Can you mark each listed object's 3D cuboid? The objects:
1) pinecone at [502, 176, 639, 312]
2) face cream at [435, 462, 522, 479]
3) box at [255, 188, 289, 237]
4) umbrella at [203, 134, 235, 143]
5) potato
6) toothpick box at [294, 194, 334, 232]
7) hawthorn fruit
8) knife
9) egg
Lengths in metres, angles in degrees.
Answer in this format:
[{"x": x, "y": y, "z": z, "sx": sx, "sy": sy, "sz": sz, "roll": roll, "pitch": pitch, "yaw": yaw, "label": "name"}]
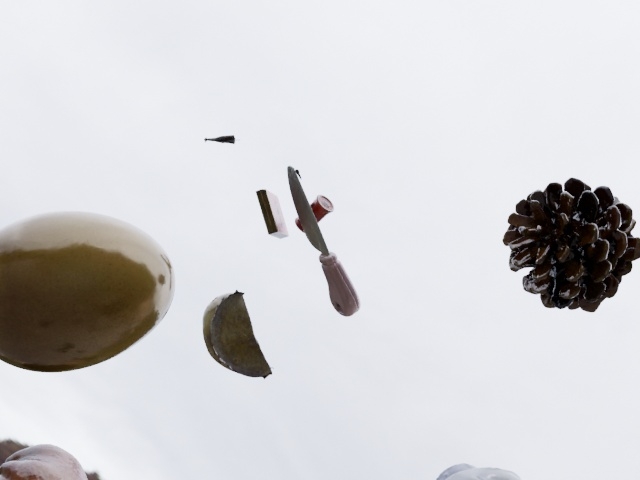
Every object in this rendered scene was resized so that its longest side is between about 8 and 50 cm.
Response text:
[{"x": 0.463, "y": 0.005, "z": 1.555, "sx": 0.264, "sy": 0.264, "sz": 0.264, "roll": 25, "pitch": -35, "yaw": 19, "label": "pinecone"}, {"x": 0.211, "y": 0.413, "z": 0.886, "sx": 0.137, "sy": 0.420, "sz": 0.235, "roll": 15, "pitch": -62, "yaw": -20, "label": "face cream"}, {"x": -0.096, "y": -0.052, "z": 1.670, "sx": 0.133, "sy": 0.023, "sz": 0.090, "roll": 27, "pitch": 47, "yaw": -81, "label": "box"}, {"x": -0.226, "y": -0.232, "z": 1.912, "sx": 0.083, "sy": 0.031, "sz": 0.020, "roll": -6, "pitch": -61, "yaw": -8, "label": "umbrella"}, {"x": -0.229, "y": 0.252, "z": 2.085, "sx": 0.098, "sy": 0.138, "sz": 0.243, "roll": -3, "pitch": -70, "yaw": 54, "label": "potato"}, {"x": -0.014, "y": -0.053, "z": 1.740, "sx": 0.047, "sy": 0.047, "sz": 0.083, "roll": 42, "pitch": -60, "yaw": -7, "label": "toothpick box"}, {"x": -0.506, "y": 0.510, "z": 1.528, "sx": 0.261, "sy": 0.224, "sz": 0.224, "roll": 50, "pitch": -34, "yaw": -11, "label": "hawthorn fruit"}, {"x": -0.001, "y": 0.000, "z": 1.626, "sx": 0.081, "sy": 0.043, "sz": 0.336, "roll": 12, "pitch": -51, "yaw": 59, "label": "knife"}, {"x": -0.389, "y": 0.077, "z": 1.299, "sx": 0.322, "sy": 0.250, "sz": 0.250, "roll": -5, "pitch": -37, "yaw": -7, "label": "egg"}]
